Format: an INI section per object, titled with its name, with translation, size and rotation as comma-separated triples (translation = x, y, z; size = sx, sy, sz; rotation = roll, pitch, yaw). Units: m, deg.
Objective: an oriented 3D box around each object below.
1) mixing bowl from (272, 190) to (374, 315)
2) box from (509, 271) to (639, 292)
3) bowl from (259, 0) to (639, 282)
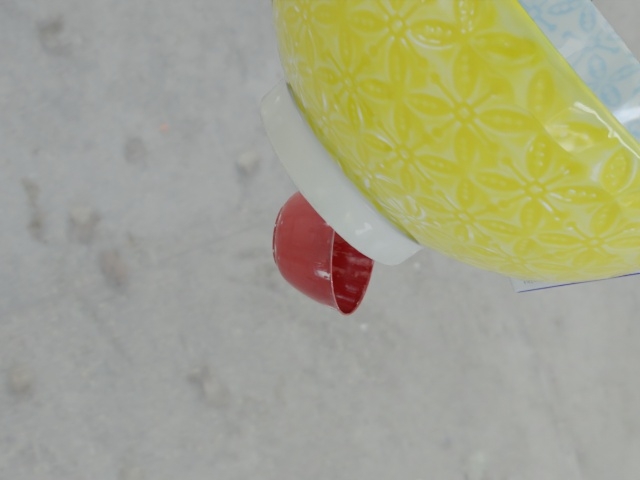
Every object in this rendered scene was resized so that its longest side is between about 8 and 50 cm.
[mixing bowl]
translation = 0.000, 0.000, 1.895
size = 0.181, 0.098, 0.181
rotation = 6, 90, -71
[box]
translation = 0.181, -0.043, 1.073
size = 0.072, 0.126, 0.137
rotation = -29, 101, -40
[bowl]
translation = 0.062, -0.078, 0.777
size = 0.289, 0.156, 0.289
rotation = 45, 19, -20
